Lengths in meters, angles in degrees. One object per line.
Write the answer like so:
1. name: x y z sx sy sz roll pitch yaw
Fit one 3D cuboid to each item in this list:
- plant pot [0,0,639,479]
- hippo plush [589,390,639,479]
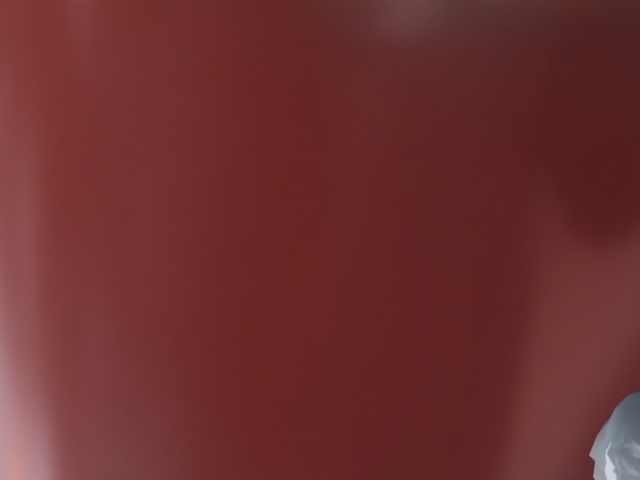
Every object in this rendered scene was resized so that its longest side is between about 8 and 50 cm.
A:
1. plant pot: 0.000 0.000 0.486 0.275 0.275 0.243 -75 -4 -64
2. hippo plush: 0.189 0.025 0.268 0.234 0.236 0.294 20 144 55
